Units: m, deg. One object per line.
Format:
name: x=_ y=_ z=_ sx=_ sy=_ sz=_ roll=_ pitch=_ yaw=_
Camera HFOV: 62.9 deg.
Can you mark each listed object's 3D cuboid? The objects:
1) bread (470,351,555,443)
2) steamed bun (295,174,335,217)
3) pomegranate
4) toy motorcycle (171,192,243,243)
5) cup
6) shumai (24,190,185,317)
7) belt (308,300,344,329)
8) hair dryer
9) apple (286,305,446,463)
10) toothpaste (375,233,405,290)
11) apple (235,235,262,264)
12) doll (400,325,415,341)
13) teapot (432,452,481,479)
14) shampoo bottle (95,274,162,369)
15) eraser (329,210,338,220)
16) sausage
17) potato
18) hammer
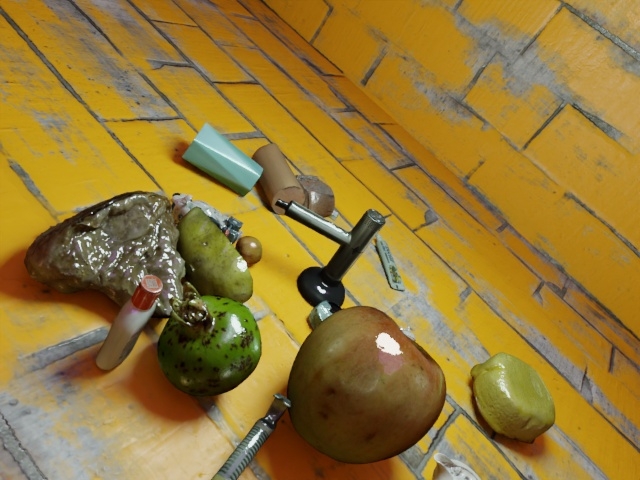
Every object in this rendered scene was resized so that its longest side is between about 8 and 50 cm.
bread: x=0.574 y=0.472 z=1.569 sx=0.269 sy=0.148 sz=0.270 roll=26 pitch=36 yaw=-21
steamed bun: x=-0.026 y=-0.158 z=1.828 sx=0.144 sy=0.106 sz=0.175 roll=-7 pitch=54 yaw=-37
pomegranate: x=-0.229 y=0.196 z=1.048 sx=0.210 sy=0.263 sz=0.211 roll=-4 pitch=51 yaw=5
toy motorcycle: x=-0.316 y=-0.057 z=1.428 sx=0.221 sy=0.102 sz=0.150 roll=30 pitch=19 yaw=-10
cup: x=-0.304 y=-0.252 z=1.663 sx=0.235 sy=0.134 sz=0.148 roll=33 pitch=3 yaw=-14
shumai: x=-0.434 y=0.051 z=1.155 sx=0.346 sy=0.216 sz=0.283 roll=-46 pitch=116 yaw=-49
belt: x=0.033 y=0.228 z=1.436 sx=0.140 sy=0.058 sz=0.105 roll=35 pitch=37 yaw=-11
hair dryer: x=-0.004 y=0.004 z=1.485 sx=0.283 sy=0.321 sz=0.156 roll=29 pitch=30 yaw=8
apple: x=0.093 y=0.322 z=1.136 sx=0.338 sy=0.305 sz=0.338 roll=42 pitch=1 yaw=-1
toothpaste: x=0.242 y=0.074 z=1.874 sx=0.067 sy=0.037 sz=0.256 roll=16 pitch=41 yaw=-31
apple: x=-0.196 y=0.027 z=1.447 sx=0.071 sy=0.084 sz=0.084 roll=-8 pitch=50 yaw=-24
doll: x=0.245 y=0.306 z=1.544 sx=0.084 sy=0.073 sz=0.127 roll=65 pitch=30 yaw=-18
teapot: x=0.331 y=0.588 z=1.216 sx=0.226 sy=0.092 sz=0.145 roll=34 pitch=27 yaw=-5
shampoo bottle: x=-0.356 y=0.151 z=0.987 sx=0.051 sy=0.221 sz=0.108 roll=36 pitch=31 yaw=-1
eraser: x=0.025 y=-0.108 z=1.910 sx=0.083 sy=0.019 sz=0.038 roll=34 pitch=32 yaw=-6
sausage: x=-0.151 y=-0.215 z=1.779 sx=0.123 sy=0.123 sz=0.253 roll=8 pitch=41 yaw=-39
potato: x=-0.282 y=0.057 z=1.268 sx=0.111 sy=0.160 sz=0.272 roll=-27 pitch=69 yaw=-40
hammer: x=-0.133 y=0.389 z=0.994 sx=0.041 sy=0.159 sz=0.226 roll=35 pitch=43 yaw=10
